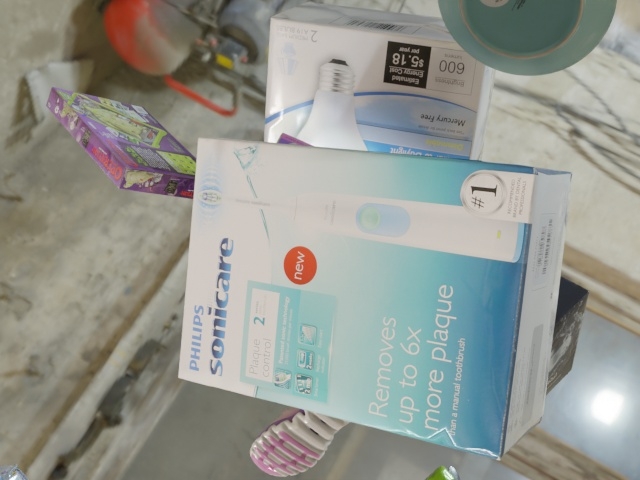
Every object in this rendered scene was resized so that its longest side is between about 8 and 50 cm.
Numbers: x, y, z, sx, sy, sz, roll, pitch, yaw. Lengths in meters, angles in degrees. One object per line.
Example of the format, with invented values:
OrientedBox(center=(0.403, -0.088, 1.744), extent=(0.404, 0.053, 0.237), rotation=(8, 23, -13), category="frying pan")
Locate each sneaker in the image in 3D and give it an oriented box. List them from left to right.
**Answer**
OrientedBox(center=(-0.014, 0.277, 1.368), extent=(0.236, 0.095, 0.104), rotation=(-44, -164, 15), category="sneaker")

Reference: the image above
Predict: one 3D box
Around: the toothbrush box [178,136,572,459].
OrientedBox(center=(0.040, 0.032, 0.722), extent=(0.126, 0.296, 0.216), rotation=(-4, 102, -61), category="toothbrush box")

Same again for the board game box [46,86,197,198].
OrientedBox(center=(-0.356, -0.183, 1.621), extent=(0.208, 0.347, 0.056), rotation=(12, 112, -45), category="board game box")

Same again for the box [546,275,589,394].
OrientedBox(center=(0.265, 0.141, 1.139), extent=(0.156, 0.093, 0.158), rotation=(-35, 139, -32), category="box")

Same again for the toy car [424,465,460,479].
OrientedBox(center=(0.214, 0.411, 1.298), extent=(0.149, 0.155, 0.188), rotation=(-49, 167, 23), category="toy car")

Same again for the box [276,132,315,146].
OrientedBox(center=(0.000, 0.000, 1.134), extent=(0.243, 0.214, 0.117), rotation=(-70, -175, -51), category="box")

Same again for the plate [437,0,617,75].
OrientedBox(center=(0.208, -0.250, 0.890), extent=(0.188, 0.188, 0.024), rotation=(107, 11, -46), category="plate")

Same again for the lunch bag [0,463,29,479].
OrientedBox(center=(-0.339, 0.260, 0.880), extent=(0.083, 0.071, 0.053), rotation=(85, -7, -55), category="lunch bag")

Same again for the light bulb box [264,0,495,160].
OrientedBox(center=(0.100, -0.196, 1.471), extent=(0.225, 0.358, 0.361), rotation=(-51, 148, -62), category="light bulb box")
